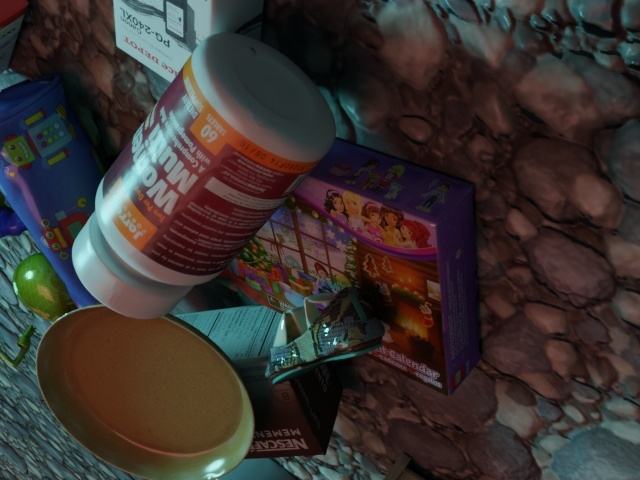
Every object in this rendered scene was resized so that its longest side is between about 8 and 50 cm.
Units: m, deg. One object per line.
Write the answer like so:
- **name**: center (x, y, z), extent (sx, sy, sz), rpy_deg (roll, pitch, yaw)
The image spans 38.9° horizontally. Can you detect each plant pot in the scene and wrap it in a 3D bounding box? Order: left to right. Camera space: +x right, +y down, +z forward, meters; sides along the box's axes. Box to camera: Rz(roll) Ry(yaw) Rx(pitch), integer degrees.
- **plant pot**: center (-0.174, 0.153, 0.920), extent (0.236, 0.032, 0.236), rpy_deg (8, 123, 12)

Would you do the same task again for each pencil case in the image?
- **pencil case**: center (-0.282, -0.039, 1.032), extent (0.133, 0.119, 0.306), rpy_deg (-111, -2, -59)

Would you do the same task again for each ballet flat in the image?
- **ballet flat**: center (-0.003, 0.082, 0.799), extent (0.070, 0.070, 0.188), rpy_deg (50, 147, -6)

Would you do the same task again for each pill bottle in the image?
- **pill bottle**: center (-0.097, -0.042, 0.700), extent (0.121, 0.121, 0.221), rpy_deg (45, 120, 2)

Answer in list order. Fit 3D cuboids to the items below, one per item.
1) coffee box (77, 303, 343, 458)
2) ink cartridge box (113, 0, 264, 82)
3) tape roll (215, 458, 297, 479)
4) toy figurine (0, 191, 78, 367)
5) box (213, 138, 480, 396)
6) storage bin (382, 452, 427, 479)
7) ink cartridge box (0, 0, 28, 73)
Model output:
- **coffee box**: center (-0.117, 0.159, 0.989), extent (0.246, 0.098, 0.141), rpy_deg (-8, 124, 22)
- **ink cartridge box**: center (-0.103, -0.193, 0.703), extent (0.109, 0.063, 0.150), rpy_deg (35, 146, 17)
- **tape roll**: center (-0.089, 0.401, 1.340), extent (0.219, 0.072, 0.219), rpy_deg (31, 146, 24)
- **toy figurine**: center (-0.471, -0.032, 1.203), extent (0.362, 0.191, 0.217), rpy_deg (36, 142, 13)
- **box**: center (0.000, 0.000, 0.803), extent (0.293, 0.057, 0.201), rpy_deg (23, 140, 33)
- **storage bin**: center (0.068, 0.429, 1.012), extent (0.123, 0.262, 0.260), rpy_deg (26, 143, 24)
- **ink cartridge box**: center (-0.382, -0.211, 0.920), extent (0.078, 0.134, 0.231), rpy_deg (51, 154, -7)
